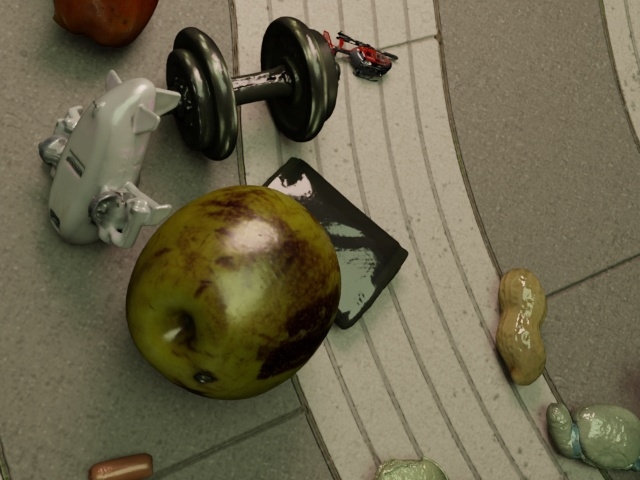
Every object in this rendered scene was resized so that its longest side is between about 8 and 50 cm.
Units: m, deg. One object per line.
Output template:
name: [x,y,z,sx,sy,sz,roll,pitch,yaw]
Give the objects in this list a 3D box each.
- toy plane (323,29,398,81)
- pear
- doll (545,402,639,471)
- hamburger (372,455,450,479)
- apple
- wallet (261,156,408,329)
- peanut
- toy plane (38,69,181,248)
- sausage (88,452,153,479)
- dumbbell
toy plane: [0.066,-0.310,1.277,0.145,0.037,0.060,15,67,-17]
pear: [-0.108,0.067,0.974,0.284,0.283,0.283,5,73,-18]
doll: [0.454,0.312,1.218,0.214,0.071,0.103,15,70,-15]
hamburger: [0.134,0.376,1.091,0.140,0.062,0.133,14,70,-13]
apple: [-0.305,-0.360,1.099,0.147,0.156,0.158,6,102,-19]
wallet: [0.000,0.000,1.161,0.245,0.052,0.168,43,65,1]
peanut: [0.323,0.137,1.220,0.082,0.082,0.187,11,72,-17]
toy plane: [-0.280,-0.102,1.007,0.118,0.252,0.252,4,70,-52]
sausage: [-0.257,0.298,0.988,0.083,0.034,0.034,-8,78,-21]
dumbbell: [-0.103,-0.221,1.106,0.290,0.192,0.192,-16,81,-23]
